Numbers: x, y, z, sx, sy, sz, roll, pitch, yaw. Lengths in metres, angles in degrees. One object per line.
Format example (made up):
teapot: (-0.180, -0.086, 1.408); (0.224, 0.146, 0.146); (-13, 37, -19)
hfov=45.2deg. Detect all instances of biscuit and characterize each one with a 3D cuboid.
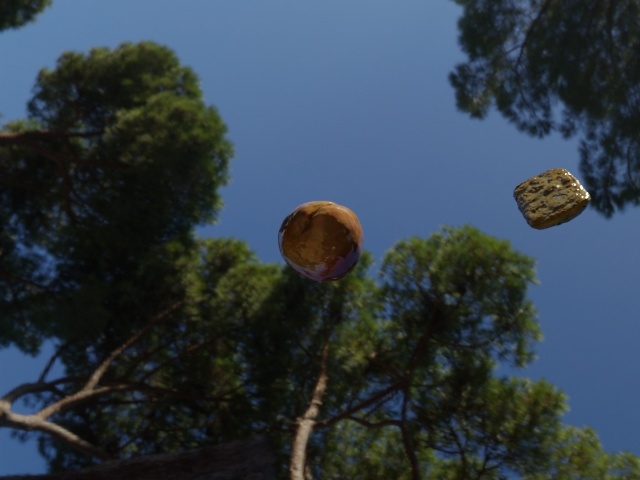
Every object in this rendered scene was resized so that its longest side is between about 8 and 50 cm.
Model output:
biscuit: (0.426, -0.083, 1.433); (0.118, 0.029, 0.247); (-22, -162, 11)

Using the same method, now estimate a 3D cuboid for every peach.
peach: (0.000, 0.000, 1.600); (0.184, 0.184, 0.184); (-12, -116, 27)
